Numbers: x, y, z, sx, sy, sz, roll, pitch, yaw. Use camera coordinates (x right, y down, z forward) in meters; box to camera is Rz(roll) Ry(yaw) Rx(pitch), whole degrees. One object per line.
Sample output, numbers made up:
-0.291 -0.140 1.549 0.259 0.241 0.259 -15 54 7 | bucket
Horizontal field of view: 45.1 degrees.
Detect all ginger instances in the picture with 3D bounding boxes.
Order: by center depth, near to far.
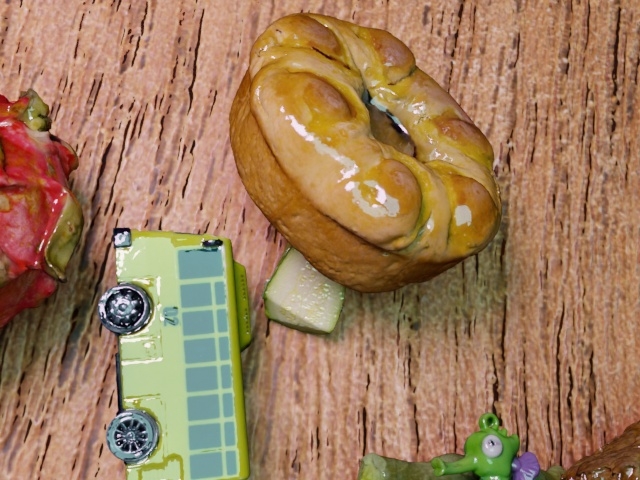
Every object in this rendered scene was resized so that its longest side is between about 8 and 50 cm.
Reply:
0.162 0.301 0.831 0.290 0.089 0.137 3 58 -14 | ginger

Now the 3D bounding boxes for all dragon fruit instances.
-0.360 -0.015 0.729 0.237 0.231 0.302 41 55 -18 | dragon fruit

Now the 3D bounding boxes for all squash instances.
-0.001 0.000 0.877 0.090 0.075 0.200 9 72 17 | squash

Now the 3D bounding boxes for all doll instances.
0.156 0.265 0.771 0.115 0.050 0.190 21 66 -7 | doll

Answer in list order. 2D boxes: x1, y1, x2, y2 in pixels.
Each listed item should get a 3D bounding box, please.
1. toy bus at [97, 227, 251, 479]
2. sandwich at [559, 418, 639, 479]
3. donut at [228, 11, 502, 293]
-0.146 0.120 0.798 0.150 0.128 0.262 -3 79 -11 | toy bus
0.437 0.293 0.817 0.325 0.131 0.262 -21 82 -30 | sandwich
0.048 -0.095 0.820 0.299 0.150 0.317 15 46 -25 | donut
